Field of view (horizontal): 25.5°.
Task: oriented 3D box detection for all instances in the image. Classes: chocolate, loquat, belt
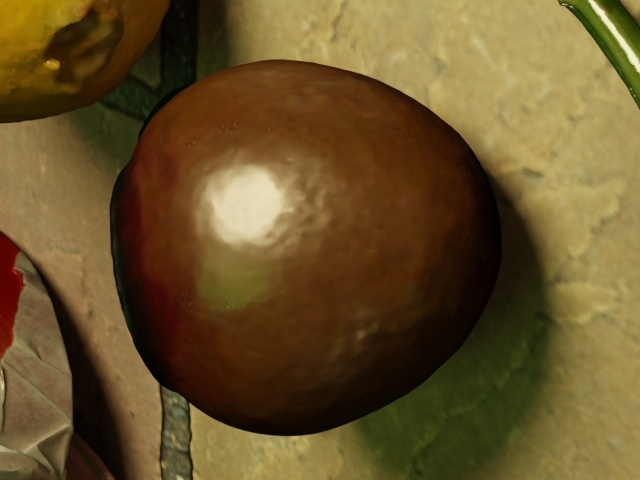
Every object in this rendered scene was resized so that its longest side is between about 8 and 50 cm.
[{"bbox_3d":[0.000,0.000,0.619,0.177,0.177,0.176,22,121,42],"label":"chocolate"},{"bbox_3d":[-0.163,-0.161,0.704,0.234,0.176,0.187,46,136,40],"label":"loquat"},{"bbox_3d":[-0.276,0.097,0.927,0.324,0.115,0.227,35,110,47],"label":"belt"}]

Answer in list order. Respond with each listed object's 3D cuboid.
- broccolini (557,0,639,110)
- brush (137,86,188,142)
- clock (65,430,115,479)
[{"bbox_3d":[0.127,-0.061,0.527,0.239,0.051,0.054,61,153,20],"label":"broccolini"},{"bbox_3d":[-0.048,0.009,0.767,0.063,0.016,0.193,-41,74,49],"label":"brush"},{"bbox_3d":[-0.184,0.230,0.983,0.244,0.056,0.244,23,123,42],"label":"clock"}]
